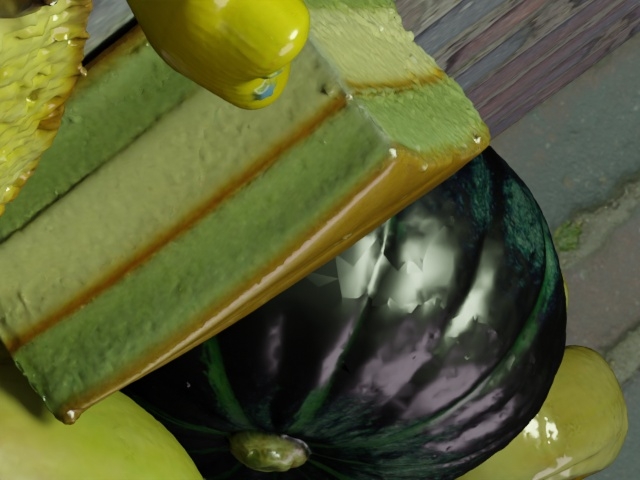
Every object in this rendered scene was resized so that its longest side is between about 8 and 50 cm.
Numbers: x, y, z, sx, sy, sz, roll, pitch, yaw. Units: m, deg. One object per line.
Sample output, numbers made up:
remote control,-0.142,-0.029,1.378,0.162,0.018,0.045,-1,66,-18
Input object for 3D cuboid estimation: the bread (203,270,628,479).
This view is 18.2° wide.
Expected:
bread,0.038,0.082,1.206,0.210,0.341,0.300,-21,161,-48

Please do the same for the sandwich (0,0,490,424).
sandwich,-0.043,-0.027,0.821,0.187,0.117,0.144,-38,173,14

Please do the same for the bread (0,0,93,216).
bread,-0.117,-0.034,0.529,0.103,0.065,0.187,-33,177,-17

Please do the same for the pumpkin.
pumpkin,0.000,0.000,0.967,0.248,0.248,0.248,-36,176,-3

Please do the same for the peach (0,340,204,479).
peach,-0.181,0.195,0.874,0.281,0.314,0.315,-31,-168,-31

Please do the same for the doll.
doll,-0.017,-0.103,0.651,0.113,0.071,0.135,-55,179,9
